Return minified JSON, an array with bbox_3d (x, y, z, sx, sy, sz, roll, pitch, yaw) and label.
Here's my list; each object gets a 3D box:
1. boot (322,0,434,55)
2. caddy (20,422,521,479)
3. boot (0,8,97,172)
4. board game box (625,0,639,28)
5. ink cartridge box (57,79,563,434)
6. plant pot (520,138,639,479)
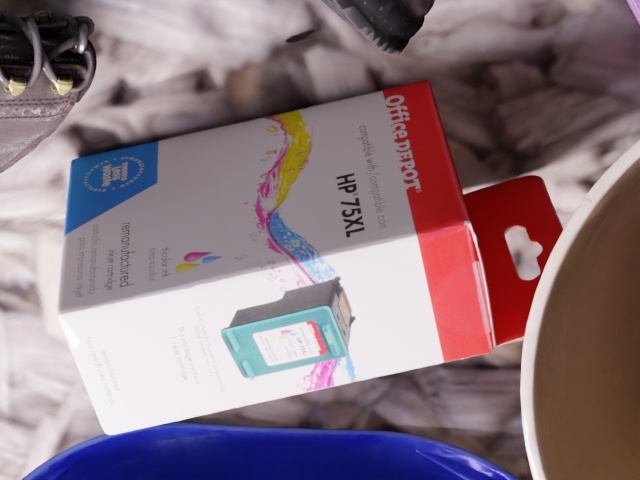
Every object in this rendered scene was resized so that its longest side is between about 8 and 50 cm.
[{"bbox_3d":[0.047,-0.192,0.537,0.118,0.338,0.222,44,97,7],"label":"boot"},{"bbox_3d":[-0.018,0.212,0.821,0.341,0.241,0.179,3,131,-9],"label":"caddy"},{"bbox_3d":[-0.194,-0.079,0.614,0.229,0.091,0.263,-4,164,-32],"label":"boot"},{"bbox_3d":[0.186,-0.218,0.659,0.208,0.056,0.347,-30,122,9],"label":"board game box"},{"bbox_3d":[0.000,0.000,0.736,0.231,0.134,0.078,-13,124,2],"label":"ink cartridge box"},{"bbox_3d":[0.237,0.041,0.691,0.257,0.274,0.256,2,99,16],"label":"plant pot"}]
